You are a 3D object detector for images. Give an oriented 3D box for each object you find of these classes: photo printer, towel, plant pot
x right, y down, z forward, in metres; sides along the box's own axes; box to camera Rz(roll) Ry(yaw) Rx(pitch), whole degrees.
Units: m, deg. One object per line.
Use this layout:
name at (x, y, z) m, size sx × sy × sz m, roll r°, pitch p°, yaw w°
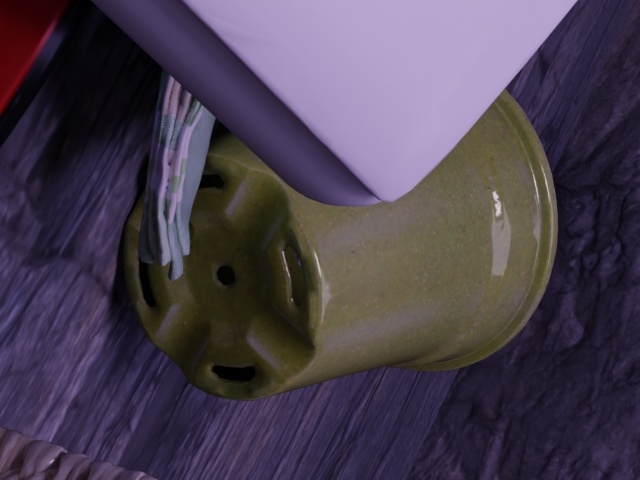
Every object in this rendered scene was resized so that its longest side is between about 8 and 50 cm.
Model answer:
photo printer at (-0.005, -0.186, 0.452) m, size 0.256 × 0.107 × 0.307 m, roll -51°, pitch 134°, yaw -4°
towel at (-0.057, -0.170, 0.936) m, size 0.248 × 0.038 × 0.325 m, roll -82°, pitch -176°, yaw -51°
plant pot at (0.000, 0.000, 1.172) m, size 0.254 × 0.276 × 0.276 m, roll -21°, pitch 133°, yaw -53°

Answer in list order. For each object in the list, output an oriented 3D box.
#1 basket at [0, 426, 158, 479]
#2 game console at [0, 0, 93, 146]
basket at (-0.154, 0.329, 0.886) m, size 0.328 × 0.266 × 0.331 m, roll -54°, pitch 134°, yaw -31°
game console at (-0.091, -0.179, 0.701) m, size 0.387 × 0.060 × 0.342 m, roll -62°, pitch -169°, yaw -15°
